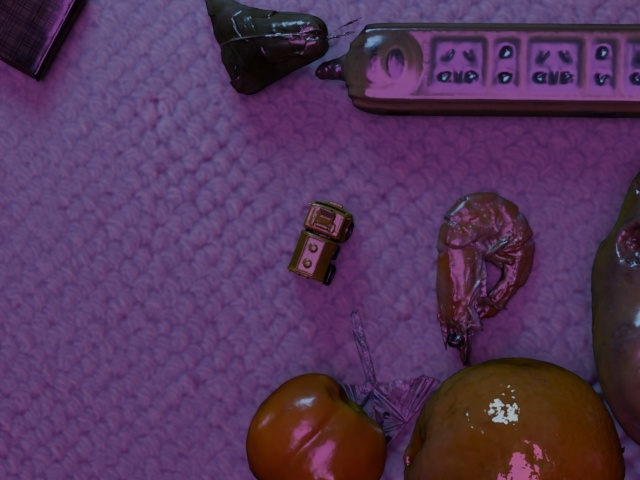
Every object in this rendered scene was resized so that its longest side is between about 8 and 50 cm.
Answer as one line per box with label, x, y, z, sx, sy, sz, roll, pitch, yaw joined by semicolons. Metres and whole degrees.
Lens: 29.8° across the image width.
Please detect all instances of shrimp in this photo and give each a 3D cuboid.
shrimp;0.162;0.040;1.220;0.099;0.041;0.180;8;89;-5

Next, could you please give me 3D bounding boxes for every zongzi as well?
zongzi;-0.044;-0.235;1.229;0.154;0.062;0.130;-25;78;27

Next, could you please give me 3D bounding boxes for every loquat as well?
loquat;0.181;0.211;1.124;0.208;0.208;0.208;0;89;9

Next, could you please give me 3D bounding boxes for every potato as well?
potato;0.353;0.055;1.131;0.191;0.141;0.296;3;83;5

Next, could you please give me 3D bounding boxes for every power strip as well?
power strip;0.185;-0.171;1.202;0.387;0.066;0.092;1;87;10

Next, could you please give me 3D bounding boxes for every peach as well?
peach;-0.007;0.206;1.194;0.138;0.138;0.138;0;89;9

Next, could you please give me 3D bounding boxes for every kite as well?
kite;0.056;0.147;1.245;0.137;0.005;0.153;-4;88;11

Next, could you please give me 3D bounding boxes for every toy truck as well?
toy truck;0.000;0.000;1.233;0.049;0.054;0.083;21;92;9

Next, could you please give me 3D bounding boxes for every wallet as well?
wallet;-0.373;-0.276;1.307;0.230;0.042;0.124;28;91;7
